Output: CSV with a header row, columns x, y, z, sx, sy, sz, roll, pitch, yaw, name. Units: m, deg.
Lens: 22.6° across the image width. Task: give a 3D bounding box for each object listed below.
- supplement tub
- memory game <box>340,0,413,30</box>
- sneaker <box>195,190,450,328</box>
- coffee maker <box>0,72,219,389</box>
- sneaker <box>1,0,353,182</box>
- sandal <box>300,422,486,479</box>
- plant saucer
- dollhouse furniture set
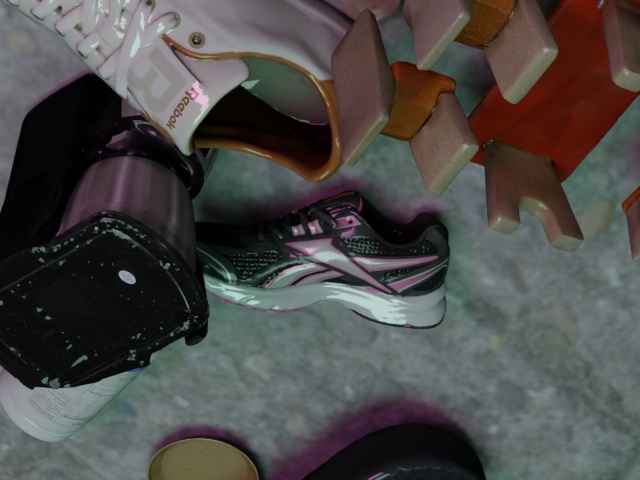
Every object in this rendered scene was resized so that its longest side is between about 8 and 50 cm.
x,y,z,sx,sy,sz,roll,pitch,yaw,name
-0.163,0.081,1.092,0.071,0.071,0.107,35,122,-21,supplement tub
0.062,-0.197,0.904,0.186,0.012,0.186,2,128,2,memory game
0.000,0.000,1.033,0.178,0.072,0.077,6,116,-11,sneaker
-0.146,-0.011,0.953,0.171,0.178,0.120,-8,125,7,coffee maker
-0.097,-0.127,0.899,0.290,0.123,0.106,25,127,-13,sneaker
-0.068,0.269,1.216,0.445,0.107,0.167,-35,129,13,sandal
-0.087,0.172,1.191,0.083,0.015,0.083,1,128,2,plant saucer
0.169,-0.122,0.885,0.262,0.135,0.259,17,133,-25,dollhouse furniture set
